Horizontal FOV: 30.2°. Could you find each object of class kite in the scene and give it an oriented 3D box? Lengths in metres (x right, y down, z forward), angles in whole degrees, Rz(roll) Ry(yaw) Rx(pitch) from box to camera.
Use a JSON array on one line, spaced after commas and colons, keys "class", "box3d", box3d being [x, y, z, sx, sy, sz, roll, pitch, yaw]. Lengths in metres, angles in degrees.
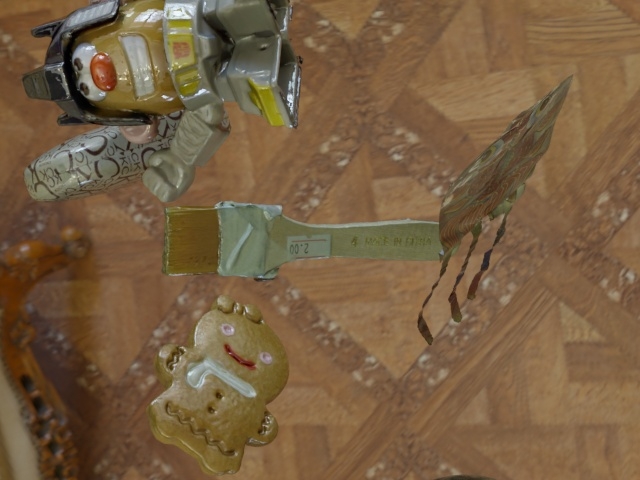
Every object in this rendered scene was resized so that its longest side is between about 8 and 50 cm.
[{"class": "kite", "box3d": [0.102, -0.007, 0.778, 0.016, 0.127, 0.229, 41, 146, 22]}]

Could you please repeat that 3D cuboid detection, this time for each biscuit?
[{"class": "biscuit", "box3d": [-0.119, 0.177, 1.497, 0.184, 0.249, 0.035, 39, 134, -7]}]

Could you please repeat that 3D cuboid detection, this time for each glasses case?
[{"class": "glasses case", "box3d": [-0.247, -0.120, 1.570, 0.137, 0.355, 0.085, -16, 97, 30]}]

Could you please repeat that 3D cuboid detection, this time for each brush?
[{"class": "brush", "box3d": [0.000, 0.000, 1.234, 0.020, 0.337, 0.085, -154, 65, -64]}]

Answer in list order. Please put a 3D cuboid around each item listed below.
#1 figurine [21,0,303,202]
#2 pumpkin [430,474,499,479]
[{"class": "figurine", "box3d": [-0.165, -0.194, 1.257, 0.309, 0.143, 0.308, -2, 83, 19]}, {"class": "pumpkin", "box3d": [0.102, 0.243, 0.814, 0.167, 0.125, 0.167, -31, 47, 41]}]
